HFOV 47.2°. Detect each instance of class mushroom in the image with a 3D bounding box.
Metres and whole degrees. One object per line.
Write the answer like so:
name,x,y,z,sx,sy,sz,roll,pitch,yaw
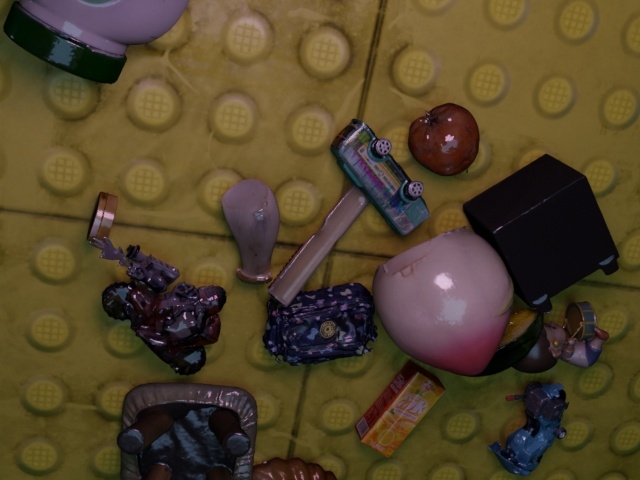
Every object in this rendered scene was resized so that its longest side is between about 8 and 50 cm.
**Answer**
mushroom,-0.136,-0.015,1.548,0.116,0.093,0.225,-6,121,7

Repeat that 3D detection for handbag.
handbag,0.004,0.193,1.630,0.260,0.113,0.162,-7,116,-15

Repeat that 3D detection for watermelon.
watermelon,0.357,0.235,1.655,0.301,0.129,0.123,-13,143,23

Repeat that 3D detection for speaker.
speaker,0.484,-0.015,1.603,0.232,0.184,0.254,-32,115,3

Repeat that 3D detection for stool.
stool,-0.297,0.490,1.599,0.310,0.226,0.310,2,100,-4

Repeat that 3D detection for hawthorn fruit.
hawthorn fruit,0.275,-0.200,1.520,0.189,0.149,0.149,29,102,-17

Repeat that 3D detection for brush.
brush,0.000,0.000,1.578,0.060,0.050,0.321,41,84,-22

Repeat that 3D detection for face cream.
face cream,-0.377,-0.476,1.262,0.312,0.219,0.357,24,107,-19

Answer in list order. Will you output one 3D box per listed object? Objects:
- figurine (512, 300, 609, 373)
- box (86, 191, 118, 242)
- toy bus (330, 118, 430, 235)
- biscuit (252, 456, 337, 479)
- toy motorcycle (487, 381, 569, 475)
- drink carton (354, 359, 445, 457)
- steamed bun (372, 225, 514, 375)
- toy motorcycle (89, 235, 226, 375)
figurine,0.519,0.229,1.720,0.276,0.161,0.158,-3,86,-11
box,-0.436,-0.045,1.468,0.037,0.105,0.105,15,106,-21
toy bus,0.128,-0.132,1.539,0.109,0.091,0.261,-42,110,-3
biscuit,-0.088,0.688,1.799,0.326,0.107,0.325,-4,109,-12
toy motorcycle,0.521,0.478,1.828,0.182,0.123,0.272,1,113,-34
drink carton,0.190,0.404,1.760,0.096,0.071,0.223,34,100,-19
steamed bun,0.269,0.146,1.537,0.309,0.309,0.309,-3,110,-9
toy motorcycle,-0.337,0.114,1.522,0.207,0.134,0.401,-39,118,5
